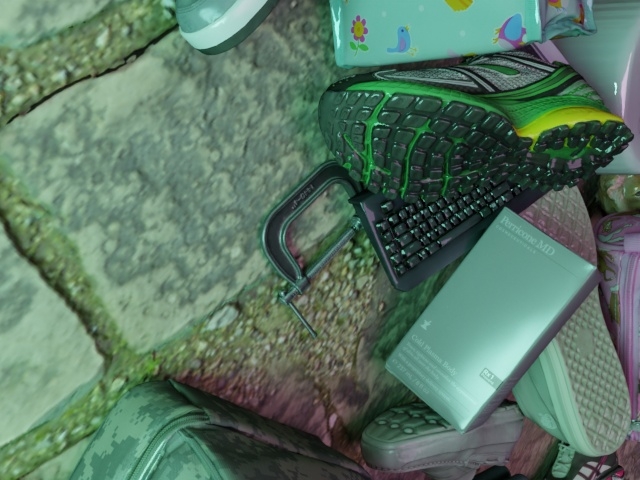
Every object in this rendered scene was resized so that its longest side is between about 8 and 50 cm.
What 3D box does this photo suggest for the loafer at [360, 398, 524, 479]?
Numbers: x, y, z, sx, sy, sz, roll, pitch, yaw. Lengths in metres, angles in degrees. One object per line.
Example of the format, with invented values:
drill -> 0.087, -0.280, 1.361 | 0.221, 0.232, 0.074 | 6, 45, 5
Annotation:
loafer -> 0.172, 0.275, 0.782 | 0.319, 0.112, 0.111 | 8, 87, -42

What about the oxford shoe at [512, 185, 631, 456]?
oxford shoe -> 0.311, 0.080, 0.837 | 0.169, 0.130, 0.449 | -15, 92, -27

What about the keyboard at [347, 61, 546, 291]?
keyboard -> 0.161, -0.095, 0.695 | 0.317, 0.033, 0.201 | -31, 97, -31

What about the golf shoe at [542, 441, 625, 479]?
golf shoe -> 0.455, 0.431, 1.089 | 0.273, 0.105, 0.120 | -12, 88, -40

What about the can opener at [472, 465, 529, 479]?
can opener -> 0.173, 0.360, 0.810 | 0.283, 0.076, 0.095 | -11, 99, -31

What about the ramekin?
ramekin -> 0.432, -0.225, 0.864 | 0.277, 0.135, 0.277 | -11, 107, -39

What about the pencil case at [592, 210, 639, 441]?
pencil case -> 0.513, 0.138, 0.937 | 0.160, 0.167, 0.386 | -10, 112, 3

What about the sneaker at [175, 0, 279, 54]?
sneaker -> -0.076, -0.300, 0.414 | 0.178, 0.124, 0.295 | 30, 73, -46

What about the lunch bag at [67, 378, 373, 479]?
lunch bag -> -0.051, 0.278, 0.493 | 0.305, 0.256, 0.212 | 38, 76, -39

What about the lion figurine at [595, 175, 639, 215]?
lion figurine -> 0.649, -0.130, 1.058 | 0.392, 0.142, 0.240 | -46, 104, -24

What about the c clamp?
c clamp -> 0.000, 0.000, 0.628 | 0.160, 0.022, 0.137 | -50, 121, -20

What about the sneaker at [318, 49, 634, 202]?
sneaker -> 0.152, -0.131, 0.625 | 0.344, 0.146, 0.134 | -2, 144, -25

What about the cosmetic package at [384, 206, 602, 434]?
cosmetic package -> 0.205, 0.094, 0.698 | 0.238, 0.127, 0.107 | -57, 151, 10

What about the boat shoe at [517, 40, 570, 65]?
boat shoe -> 0.224, -0.241, 0.728 | 0.228, 0.080, 0.076 | 28, 110, -37

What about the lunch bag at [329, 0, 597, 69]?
lunch bag -> 0.112, -0.296, 0.512 | 0.160, 0.223, 0.262 | -25, 115, -40
